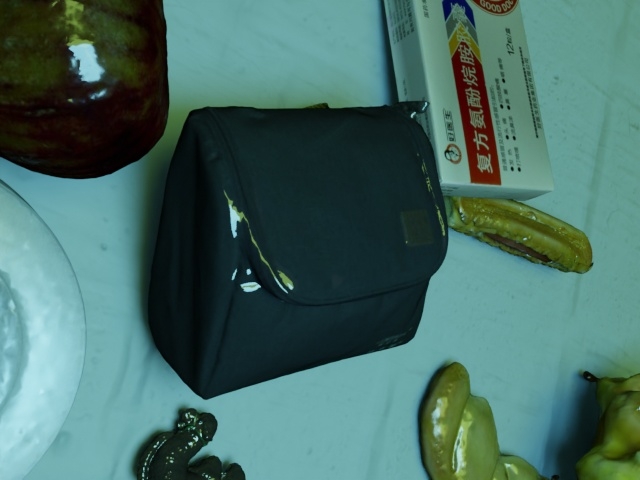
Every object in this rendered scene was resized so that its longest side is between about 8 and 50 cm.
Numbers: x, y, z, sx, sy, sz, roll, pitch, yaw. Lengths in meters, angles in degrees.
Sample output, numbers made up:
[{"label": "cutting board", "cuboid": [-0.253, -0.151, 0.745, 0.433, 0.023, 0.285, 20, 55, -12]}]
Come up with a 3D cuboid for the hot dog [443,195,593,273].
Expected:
[{"label": "hot dog", "cuboid": [0.283, -0.014, 1.026, 0.288, 0.068, 0.083, 19, 53, -28]}]

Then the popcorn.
[{"label": "popcorn", "cuboid": [0.480, 0.335, 1.011, 0.297, 0.280, 0.316, 40, 69, -57]}]

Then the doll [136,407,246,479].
[{"label": "doll", "cuboid": [-0.128, 0.261, 0.729, 0.139, 0.057, 0.165, 25, 68, -28]}]

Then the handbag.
[{"label": "handbag", "cuboid": [0.002, 0.002, 0.711, 0.301, 0.178, 0.275, -6, 125, -36]}]

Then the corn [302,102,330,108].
[{"label": "corn", "cuboid": [-0.049, -0.097, 0.799, 0.203, 0.072, 0.072, -31, 104, -33]}]

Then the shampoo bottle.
[{"label": "shampoo bottle", "cuboid": [-0.309, 0.062, 0.487, 0.272, 0.266, 0.273, 3, 85, -36]}]

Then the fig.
[{"label": "fig", "cuboid": [-0.289, -0.161, 0.596, 0.320, 0.217, 0.217, 3, 85, -5]}]

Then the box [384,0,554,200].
[{"label": "box", "cuboid": [0.193, -0.232, 0.947, 0.214, 0.069, 0.354, 0, 76, -35]}]

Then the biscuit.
[{"label": "biscuit", "cuboid": [0.219, 0.317, 0.971, 0.154, 0.045, 0.299, -49, 113, -25]}]
